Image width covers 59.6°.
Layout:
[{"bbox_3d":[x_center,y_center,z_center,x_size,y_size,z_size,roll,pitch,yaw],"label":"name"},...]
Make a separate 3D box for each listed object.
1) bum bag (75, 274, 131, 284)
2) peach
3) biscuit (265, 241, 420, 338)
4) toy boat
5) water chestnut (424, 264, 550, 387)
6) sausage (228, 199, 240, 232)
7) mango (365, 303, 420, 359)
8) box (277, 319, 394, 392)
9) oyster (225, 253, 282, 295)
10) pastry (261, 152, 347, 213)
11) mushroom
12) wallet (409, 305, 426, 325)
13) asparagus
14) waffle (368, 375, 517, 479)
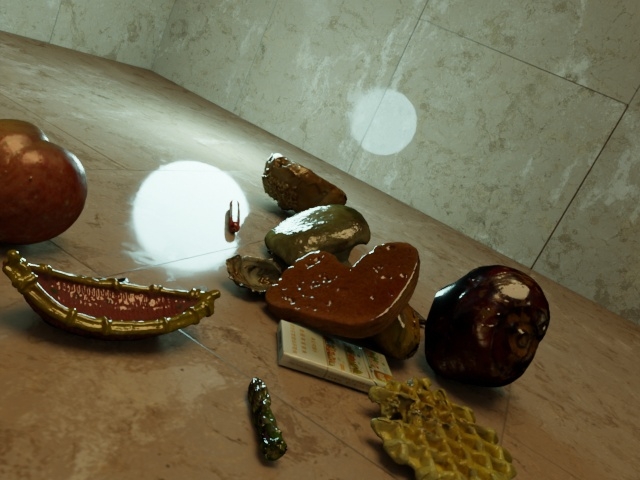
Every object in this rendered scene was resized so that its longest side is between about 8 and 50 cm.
[{"bbox_3d":[-0.354,0.078,0.890,0.124,0.034,0.058,11,35,-41],"label":"bum bag"},{"bbox_3d":[-0.519,-0.085,0.928,0.233,0.232,0.232,23,16,-7],"label":"peach"},{"bbox_3d":[0.052,0.087,1.139,0.277,0.052,0.262,8,41,26],"label":"biscuit"},{"bbox_3d":[-0.300,0.091,0.823,0.318,0.099,0.141,16,21,-38],"label":"toy boat"},{"bbox_3d":[0.353,0.183,1.214,0.244,0.289,0.289,26,15,19],"label":"water chestnut"},{"bbox_3d":[-0.240,-0.071,1.555,0.034,0.034,0.253,21,17,-15],"label":"sausage"},{"bbox_3d":[0.116,0.156,1.193,0.156,0.151,0.248,-17,41,-21],"label":"mango"},{"bbox_3d":[0.027,0.217,1.021,0.221,0.032,0.122,22,16,-14],"label":"box"},{"bbox_3d":[-0.133,0.078,1.193,0.105,0.056,0.177,43,21,17],"label":"oyster"},{"bbox_3d":[-0.066,-0.161,1.876,0.311,0.161,0.255,26,1,-38],"label":"pastry"},{"bbox_3d":[-0.008,-0.006,1.419,0.217,0.212,0.292,24,20,-34],"label":"mushroom"},{"bbox_3d":[0.198,0.167,1.463,0.095,0.026,0.176,12,20,-33],"label":"wallet"},{"bbox_3d":[-0.079,0.240,0.777,0.030,0.036,0.165,27,13,-24],"label":"asparagus"},{"bbox_3d":[0.194,0.319,0.896,0.250,0.056,0.261,41,20,33],"label":"waffle"}]
